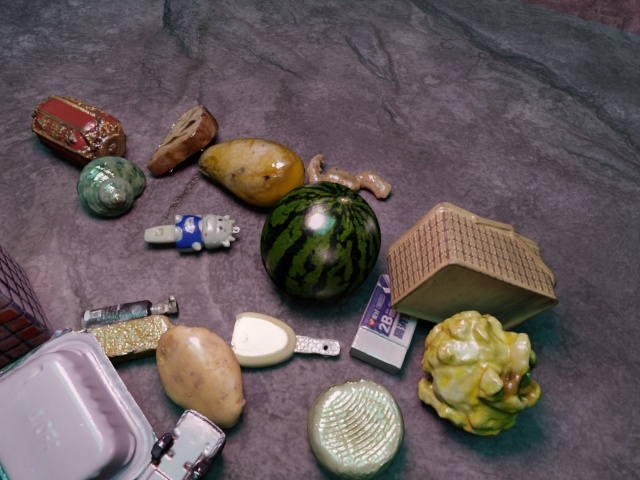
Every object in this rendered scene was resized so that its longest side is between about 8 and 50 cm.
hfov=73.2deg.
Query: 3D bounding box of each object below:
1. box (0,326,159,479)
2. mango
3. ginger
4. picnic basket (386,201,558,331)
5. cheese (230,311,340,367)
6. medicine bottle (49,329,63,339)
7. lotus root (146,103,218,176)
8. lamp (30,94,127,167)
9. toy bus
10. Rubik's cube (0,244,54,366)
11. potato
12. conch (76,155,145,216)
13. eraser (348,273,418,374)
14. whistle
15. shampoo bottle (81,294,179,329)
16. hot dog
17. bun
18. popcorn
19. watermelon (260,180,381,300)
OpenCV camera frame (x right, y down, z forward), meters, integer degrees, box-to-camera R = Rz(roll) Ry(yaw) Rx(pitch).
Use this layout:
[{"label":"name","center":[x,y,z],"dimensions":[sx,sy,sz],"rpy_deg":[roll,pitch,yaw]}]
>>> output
[{"label":"box","center":[-0.502,0.350,0.807],"dimensions":[0.264,0.106,0.337],"rpy_deg":[-36,76,-18]},{"label":"mango","center":[-0.194,-0.201,1.227],"dimensions":[0.329,0.176,0.176],"rpy_deg":[22,31,34]},{"label":"ginger","center":[0.078,-0.159,1.271],"dimensions":[0.258,0.065,0.149],"rpy_deg":[20,69,3]},{"label":"picnic basket","center":[0.333,0.074,0.976],"dimensions":[0.313,0.228,0.175],"rpy_deg":[19,49,-19]},{"label":"cheese","center":[-0.080,0.235,0.991],"dimensions":[0.251,0.054,0.127],"rpy_deg":[5,59,-1]},{"label":"medicine bottle","center":[-0.601,0.286,0.923],"dimensions":[0.051,0.051,0.191],"rpy_deg":[15,56,7]},{"label":"lotus root","center":[-0.396,-0.309,1.293],"dimensions":[0.170,0.074,0.261],"rpy_deg":[-8,46,29]},{"label":"lamp","center":[-0.705,-0.316,1.263],"dimensions":[0.274,0.177,0.177],"rpy_deg":[25,58,15]},{"label":"toy bus","center":[-0.297,0.471,0.769],"dimensions":[0.112,0.138,0.317],"rpy_deg":[33,59,12]},{"label":"Rubik's cube","center":[-0.757,0.136,0.901],"dimensions":[0.237,0.238,0.237],"rpy_deg":[-29,63,-22]},{"label":"potato","center":[-0.244,0.276,0.907],"dimensions":[0.234,0.128,0.161],"rpy_deg":[33,96,11]},{"label":"conch","center":[-0.570,-0.151,1.185],"dimensions":[0.176,0.122,0.188],"rpy_deg":[1,56,-33]},{"label":"eraser","center":[0.161,0.194,1.025],"dimensions":[0.124,0.068,0.210],"rpy_deg":[24,57,8]},{"label":"whistle","center":[-0.334,-0.022,1.125],"dimensions":[0.244,0.092,0.110],"rpy_deg":[-2,60,-6]},{"label":"shampoo bottle","center":[-0.438,0.171,1.004],"dimensions":[0.207,0.063,0.057],"rpy_deg":[-10,58,-10]},{"label":"hot dog","center":[-0.449,0.230,0.957],"dimensions":[0.242,0.073,0.084],"rpy_deg":[-11,60,-11]},{"label":"bun","center":[0.070,0.375,0.866],"dimensions":[0.195,0.118,0.195],"rpy_deg":[0,61,0]},{"label":"popcorn","center":[0.317,0.275,0.891],"dimensions":[0.255,0.195,0.256],"rpy_deg":[-18,87,30]},{"label":"watermelon","center":[0.000,0.000,1.030],"dimensions":[0.285,0.285,0.285],"rpy_deg":[2,56,-3]}]
